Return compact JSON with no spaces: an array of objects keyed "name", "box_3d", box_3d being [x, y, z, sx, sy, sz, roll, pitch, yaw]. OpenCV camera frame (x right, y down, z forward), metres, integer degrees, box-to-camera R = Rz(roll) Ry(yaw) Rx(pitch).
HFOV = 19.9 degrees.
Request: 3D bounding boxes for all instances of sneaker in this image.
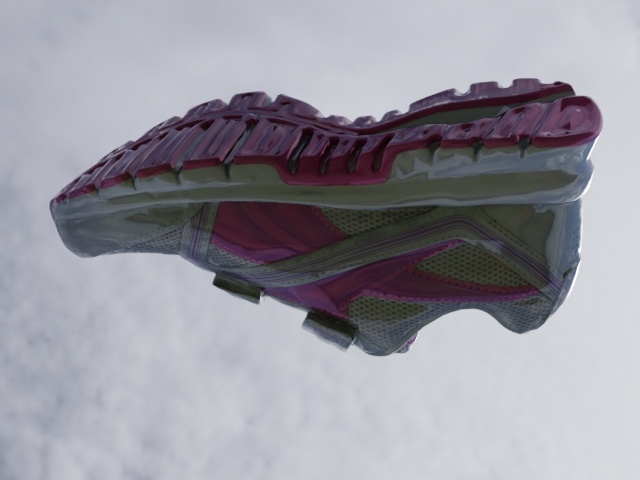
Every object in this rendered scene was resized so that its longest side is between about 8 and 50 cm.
[{"name":"sneaker","box_3d":[0.000,0.000,0.793,0.252,0.111,0.103,-1,-158,22]}]
